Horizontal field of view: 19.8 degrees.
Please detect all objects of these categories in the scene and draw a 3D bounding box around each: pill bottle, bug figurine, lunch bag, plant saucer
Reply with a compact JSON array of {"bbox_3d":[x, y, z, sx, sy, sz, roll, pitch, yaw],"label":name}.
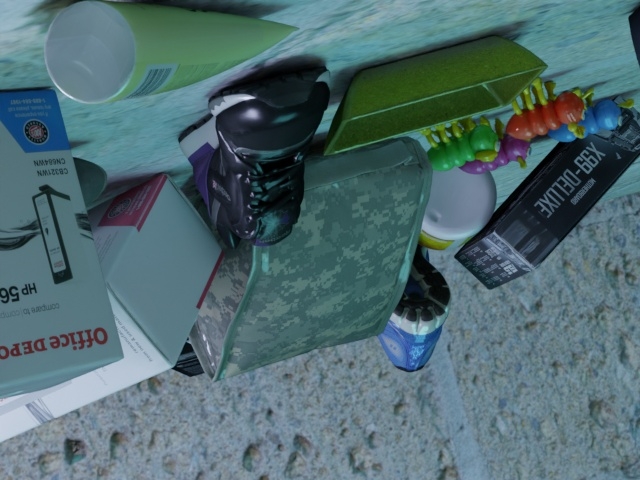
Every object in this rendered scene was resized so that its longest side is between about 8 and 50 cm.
[{"bbox_3d":[0.164,-0.049,2.430,0.117,0.117,0.215,-16,175,-4],"label":"pill bottle"},{"bbox_3d":[0.234,-0.125,2.087,0.216,0.072,0.279,-18,175,22],"label":"bug figurine"},{"bbox_3d":[-0.023,-0.003,2.004,0.235,0.169,0.287,-14,149,-28],"label":"lunch bag"},{"bbox_3d":[0.094,-0.136,1.664,0.188,0.045,0.188,-16,175,-7],"label":"plant saucer"}]

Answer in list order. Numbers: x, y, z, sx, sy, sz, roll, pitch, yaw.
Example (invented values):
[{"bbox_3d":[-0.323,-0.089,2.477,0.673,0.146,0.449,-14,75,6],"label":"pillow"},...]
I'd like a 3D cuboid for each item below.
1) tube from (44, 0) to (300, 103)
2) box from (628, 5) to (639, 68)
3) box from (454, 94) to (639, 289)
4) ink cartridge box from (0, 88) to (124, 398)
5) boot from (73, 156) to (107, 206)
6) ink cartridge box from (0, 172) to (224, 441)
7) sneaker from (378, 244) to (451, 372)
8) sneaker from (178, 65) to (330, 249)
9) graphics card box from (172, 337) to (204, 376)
[{"bbox_3d":[-0.096,-0.123,1.175,0.070,0.062,0.240,28,-165,15],"label":"tube"},{"bbox_3d":[0.401,-0.194,1.645,0.207,0.108,0.153,-15,175,-8],"label":"box"},{"bbox_3d":[0.305,-0.057,2.427,0.242,0.076,0.307,-47,180,-9],"label":"box"},{"bbox_3d":[-0.234,0.007,1.267,0.086,0.203,0.148,-20,174,38],"label":"ink cartridge box"},{"bbox_3d":[-0.231,-0.044,1.474,0.189,0.076,0.208,-3,174,26],"label":"boot"},{"bbox_3d":[-0.261,0.075,1.860,0.283,0.117,0.207,-24,-155,27],"label":"ink cartridge box"},{"bbox_3d":[0.099,0.059,2.566,0.129,0.147,0.330,3,-145,-8],"label":"sneaker"},{"bbox_3d":[-0.040,-0.064,1.572,0.107,0.124,0.283,-15,175,-15],"label":"sneaker"},{"bbox_3d":[-0.157,0.071,2.323,0.232,0.094,0.371,-18,157,20],"label":"graphics card box"}]
